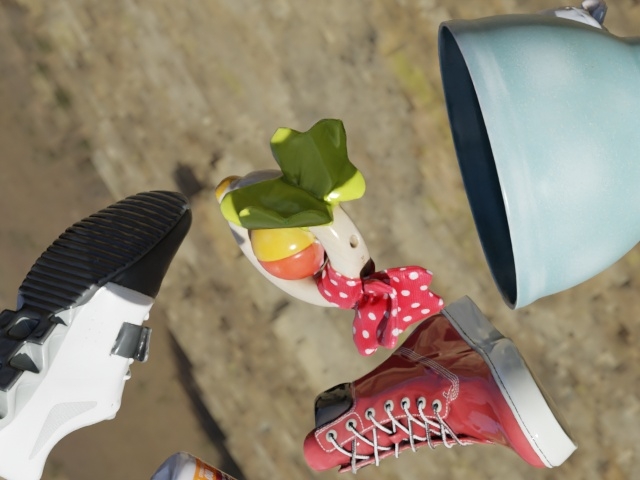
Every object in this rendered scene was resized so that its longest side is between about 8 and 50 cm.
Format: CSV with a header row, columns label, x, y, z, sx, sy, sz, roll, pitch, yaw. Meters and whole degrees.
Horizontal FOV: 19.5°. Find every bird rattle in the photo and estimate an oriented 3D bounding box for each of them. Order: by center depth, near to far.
label,x,y,z,sx,sy,sz,roll,pitch,yaw
bird rattle,0.000,0.000,1.845,0.207,0.143,0.253,5,142,49

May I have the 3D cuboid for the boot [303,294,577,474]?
label,x,y,z,sx,sy,sz,roll,pitch,yaw
boot,0.079,0.140,1.373,0.088,0.176,0.244,59,176,-19

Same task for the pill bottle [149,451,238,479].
label,x,y,z,sx,sy,sz,roll,pitch,yaw
pill bottle,-0.065,0.233,1.435,0.152,0.086,0.086,31,168,-16

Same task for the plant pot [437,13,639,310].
label,x,y,z,sx,sy,sz,roll,pitch,yaw
plant pot,0.246,-0.097,1.834,0.293,0.196,0.293,165,90,-88

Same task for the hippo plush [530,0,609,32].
label,x,y,z,sx,sy,sz,roll,pitch,yaw
hippo plush,0.360,-0.194,2.257,0.294,0.234,0.236,8,-130,-61

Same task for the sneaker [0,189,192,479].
label,x,y,z,sx,sy,sz,roll,pitch,yaw
sneaker,-0.228,0.095,1.820,0.122,0.330,0.146,18,150,47
